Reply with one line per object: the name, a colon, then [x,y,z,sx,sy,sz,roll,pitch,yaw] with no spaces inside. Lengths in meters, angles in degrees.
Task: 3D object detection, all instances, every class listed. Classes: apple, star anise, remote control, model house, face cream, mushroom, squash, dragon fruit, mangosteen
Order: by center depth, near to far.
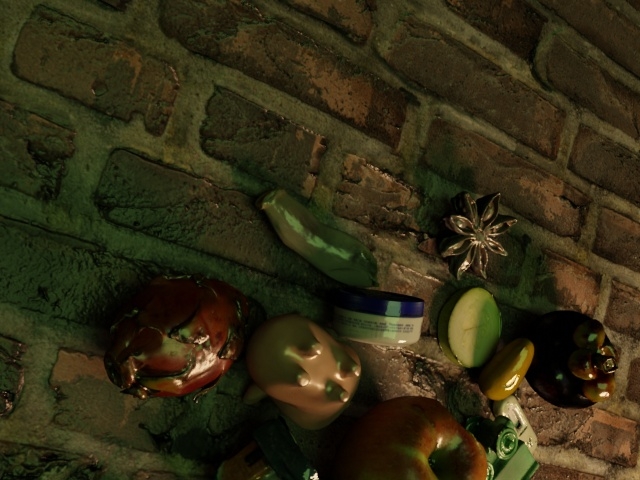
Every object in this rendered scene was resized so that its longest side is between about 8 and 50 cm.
dragon fruit: [-0.277,0.188,1.438,0.250,0.250,0.315,56,51,-22]
model house: [-0.126,0.554,1.566,0.291,0.184,0.253,-31,133,-8]
mushroom: [-0.002,0.001,1.681,0.351,0.097,0.109,34,73,-27]
apple: [0.193,0.526,1.695,0.340,0.340,0.339,-2,93,-33]
face cream: [0.131,0.175,1.707,0.206,0.206,0.111,8,92,-33]
star anise: [0.388,-0.024,1.927,0.223,0.109,0.235,2,108,-25]
squash: [0.402,0.232,1.989,0.219,0.041,0.219,-1,92,-38]
mangosteen: [0.691,0.324,2.019,0.275,0.302,0.274,2,85,-20]
remote control: [0.549,0.518,2.090,0.078,0.042,0.221,-42,112,-26]

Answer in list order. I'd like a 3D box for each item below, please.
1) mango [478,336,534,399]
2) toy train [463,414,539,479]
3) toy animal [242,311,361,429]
mango: [0.500,0.341,1.982,0.098,0.195,0.137,40,24,10]
toy train: [0.434,0.593,1.959,0.266,0.145,0.201,-42,116,-24]
toy animal: [-0.040,0.270,1.560,0.326,0.269,0.237,45,71,-37]
